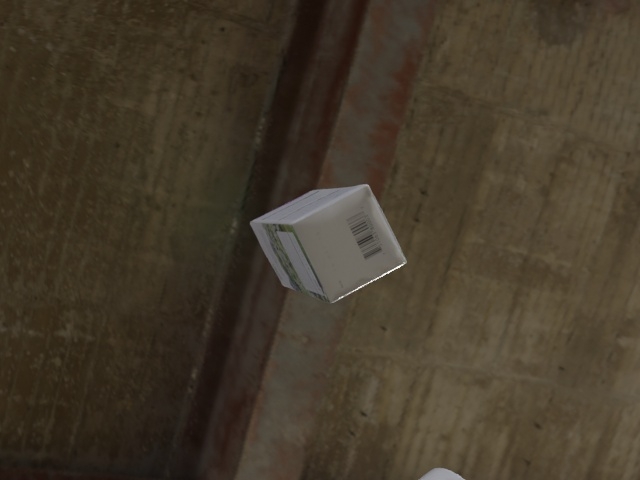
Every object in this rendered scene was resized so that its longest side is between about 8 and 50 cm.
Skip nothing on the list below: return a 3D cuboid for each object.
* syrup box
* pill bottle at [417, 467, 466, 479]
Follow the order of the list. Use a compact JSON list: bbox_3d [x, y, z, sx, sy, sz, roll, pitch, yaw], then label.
[{"bbox_3d":[0.000,0.000,0.976,0.096,0.237,0.093,-28,-82,-11],"label":"syrup box"},{"bbox_3d":[0.076,0.481,1.171,0.361,0.204,0.204,-32,-66,-25],"label":"pill bottle"}]
